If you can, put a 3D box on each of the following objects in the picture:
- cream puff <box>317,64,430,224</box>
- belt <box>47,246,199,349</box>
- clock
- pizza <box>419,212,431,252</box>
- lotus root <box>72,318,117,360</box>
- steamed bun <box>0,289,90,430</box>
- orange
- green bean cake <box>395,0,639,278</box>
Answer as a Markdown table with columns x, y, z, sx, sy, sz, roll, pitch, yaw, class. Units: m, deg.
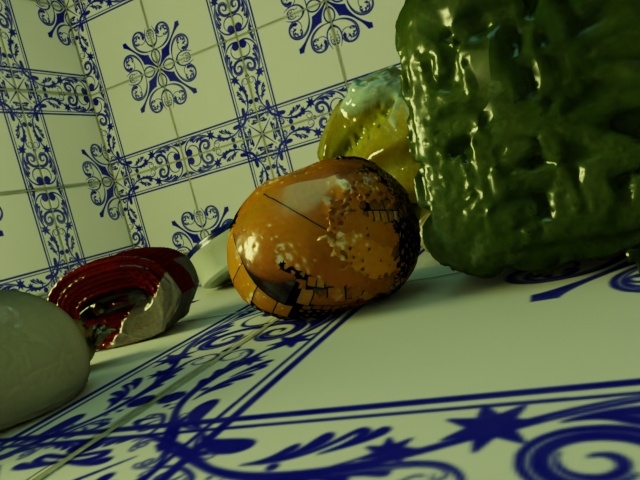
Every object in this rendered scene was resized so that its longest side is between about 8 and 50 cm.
| x | y | z | sx | sy | sz | roll | pitch | yaw | class |
| --- | --- | --- | --- | --- | --- | --- | --- | --- | --- |
| 0.158 | -0.130 | 1.079 | 0.276 | 0.378 | 0.378 | -57 | 21 | -19 | cream puff |
| -0.282 | 0.079 | 0.867 | 0.200 | 0.128 | 0.124 | -15 | 5 | 9 | belt |
| -0.150 | 0.012 | 1.185 | 0.230 | 0.083 | 0.230 | -32 | -7 | -4 | clock |
| 0.300 | -0.125 | 0.850 | 0.409 | 0.114 | 0.278 | -44 | -23 | -5 | pizza |
| -0.320 | 0.135 | 0.716 | 0.151 | 0.063 | 0.072 | -20 | -36 | -4 | lotus root |
| -0.349 | 0.120 | 0.573 | 0.228 | 0.131 | 0.177 | -16 | 6 | -38 | steamed bun |
| 0.000 | 0.000 | 0.704 | 0.234 | 0.182 | 0.234 | -16 | 17 | 5 | orange |
| 0.244 | -0.129 | 0.590 | 0.318 | 0.335 | 0.218 | -15 | -6 | 28 | green bean cake |
